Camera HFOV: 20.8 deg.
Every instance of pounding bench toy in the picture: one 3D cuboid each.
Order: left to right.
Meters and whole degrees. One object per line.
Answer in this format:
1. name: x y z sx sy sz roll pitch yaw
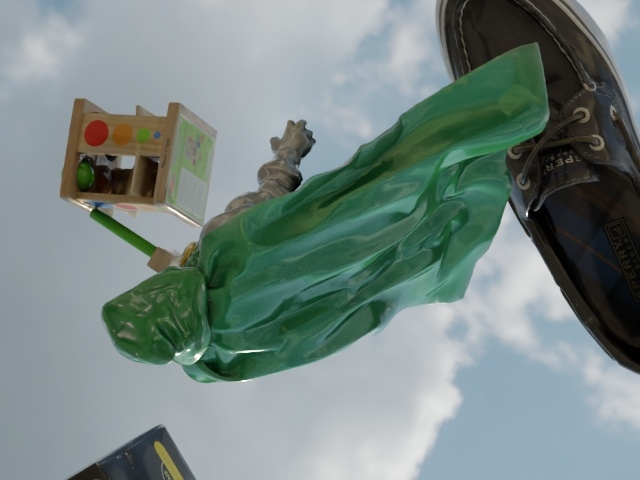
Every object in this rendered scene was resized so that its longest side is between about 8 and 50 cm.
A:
1. pounding bench toy: -0.097 -0.024 0.878 0.065 0.052 0.083 4 -101 20

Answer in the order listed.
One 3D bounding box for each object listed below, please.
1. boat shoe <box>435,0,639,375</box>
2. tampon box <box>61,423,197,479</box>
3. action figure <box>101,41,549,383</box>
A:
1. boat shoe: 0.122 -0.032 0.854 0.080 0.076 0.228 -21 -76 15
2. tampon box: -0.142 0.205 1.030 0.161 0.101 0.120 -32 -93 19
3. action figure: 0.000 0.000 0.716 0.063 0.232 0.137 27 -57 29
